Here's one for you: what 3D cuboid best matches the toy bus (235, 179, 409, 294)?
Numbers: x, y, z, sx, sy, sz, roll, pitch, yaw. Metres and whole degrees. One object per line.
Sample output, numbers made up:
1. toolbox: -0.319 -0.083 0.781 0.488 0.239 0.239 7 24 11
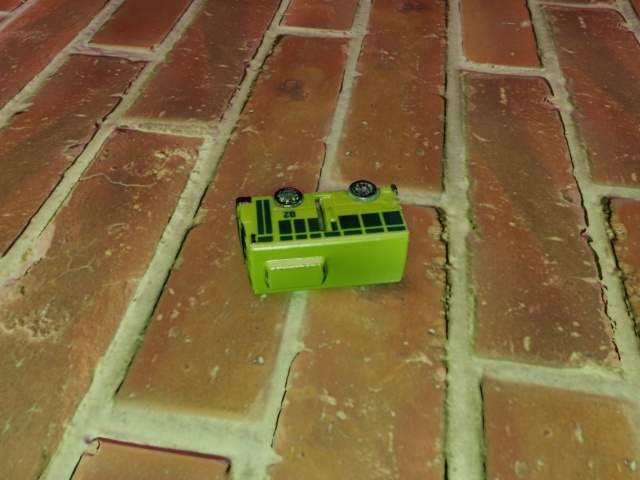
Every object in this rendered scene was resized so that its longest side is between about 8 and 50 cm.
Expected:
1. toy bus: 0.000 0.000 0.874 0.262 0.128 0.150 -5 47 -6
